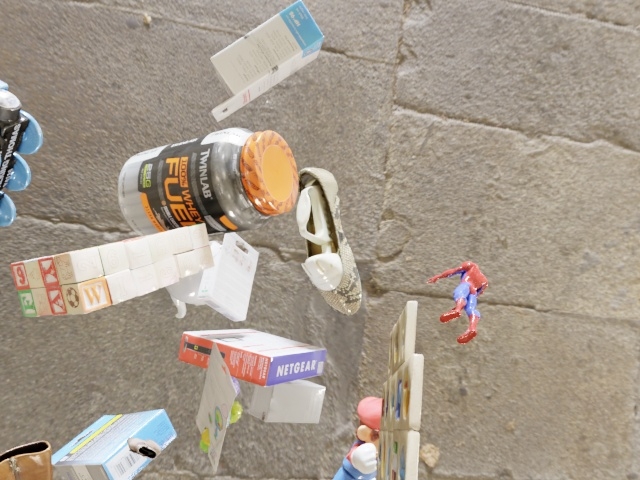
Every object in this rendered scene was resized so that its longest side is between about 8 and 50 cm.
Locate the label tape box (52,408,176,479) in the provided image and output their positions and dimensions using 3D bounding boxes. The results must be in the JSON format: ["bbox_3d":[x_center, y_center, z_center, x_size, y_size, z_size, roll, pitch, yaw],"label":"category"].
[{"bbox_3d":[-0.641,0.641,1.553,0.333,0.240,0.106,-18,100,35],"label":"label tape box"}]

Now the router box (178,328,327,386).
[{"bbox_3d":[-0.189,0.335,1.497,0.301,0.335,0.082,8,86,28],"label":"router box"}]

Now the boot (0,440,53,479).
[{"bbox_3d":[-0.669,0.572,1.037,0.264,0.096,0.281,-14,123,-28],"label":"boot"}]

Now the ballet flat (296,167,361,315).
[{"bbox_3d":[0.000,0.000,1.577,0.164,0.182,0.483,-17,78,30],"label":"ballet flat"}]

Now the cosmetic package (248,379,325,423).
[{"bbox_3d":[-0.105,0.519,1.650,0.237,0.107,0.127,22,77,-39],"label":"cosmetic package"}]

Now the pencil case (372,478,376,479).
[{"bbox_3d":[0.170,0.830,1.561,0.113,0.124,0.273,-33,118,-4],"label":"pencil case"}]

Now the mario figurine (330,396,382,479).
[{"bbox_3d":[0.125,0.505,1.153,0.170,0.198,0.321,23,109,-6],"label":"mario figurine"}]

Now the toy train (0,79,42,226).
[{"bbox_3d":[-0.331,-0.073,0.464,0.105,0.080,0.184,35,120,-7],"label":"toy train"}]

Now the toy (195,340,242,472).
[{"bbox_3d":[-0.196,0.335,1.027,0.056,0.137,0.237,1,122,-34],"label":"toy"}]

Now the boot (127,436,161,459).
[{"bbox_3d":[-0.435,0.531,1.282,0.118,0.087,0.042,39,66,-36],"label":"boot"}]

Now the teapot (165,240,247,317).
[{"bbox_3d":[-0.397,0.133,1.754,0.252,0.256,0.187,-47,110,-35],"label":"teapot"}]

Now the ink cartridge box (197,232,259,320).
[{"bbox_3d":[-0.265,0.100,1.483,0.056,0.181,0.225,-9,58,24],"label":"ink cartridge box"}]

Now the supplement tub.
[{"bbox_3d":[-0.230,-0.112,1.054,0.337,0.207,0.207,-9,88,26],"label":"supplement tub"}]

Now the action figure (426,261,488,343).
[{"bbox_3d":[0.306,0.137,1.167,0.139,0.280,0.091,-35,96,35],"label":"action figure"}]

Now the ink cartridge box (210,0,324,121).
[{"bbox_3d":[-0.089,-0.245,0.707,0.180,0.104,0.060,-34,98,-3],"label":"ink cartridge box"}]

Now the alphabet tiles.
[{"bbox_3d":[0.068,0.243,0.489,0.011,0.285,0.343,6,69,4],"label":"alphabet tiles"}]

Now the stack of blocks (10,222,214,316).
[{"bbox_3d":[-0.320,0.041,0.856,0.171,0.297,0.087,-8,96,33],"label":"stack of blocks"}]
